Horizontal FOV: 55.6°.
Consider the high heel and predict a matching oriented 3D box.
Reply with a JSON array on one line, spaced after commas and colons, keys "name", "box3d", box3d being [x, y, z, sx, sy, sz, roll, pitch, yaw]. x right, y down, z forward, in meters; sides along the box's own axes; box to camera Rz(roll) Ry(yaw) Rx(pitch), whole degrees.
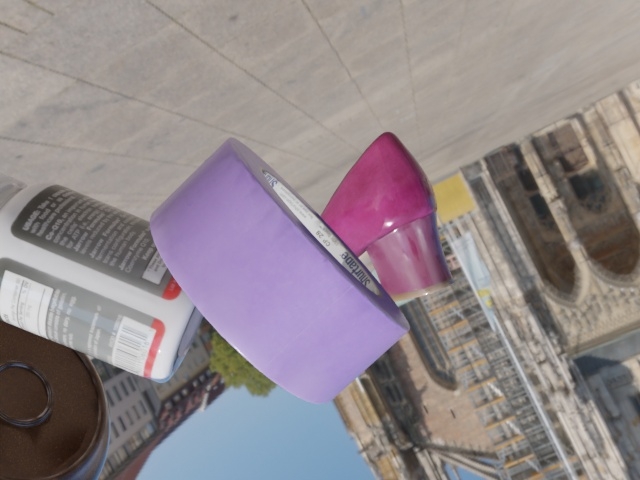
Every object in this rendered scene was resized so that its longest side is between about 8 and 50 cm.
[{"name": "high heel", "box3d": [0.000, 0.000, 0.786, 0.377, 0.182, 0.127, -18, -179, 43]}]

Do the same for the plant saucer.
[{"name": "plant saucer", "box3d": [-0.385, 0.199, 0.758, 0.050, 0.311, 0.310, -37, 175, 22]}]

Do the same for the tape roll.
[{"name": "tape roll", "box3d": [-0.027, 0.020, 0.445, 0.080, 0.189, 0.189, -42, 178, 5]}]

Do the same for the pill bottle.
[{"name": "pill bottle", "box3d": [-0.268, 0.032, 0.672, 0.161, 0.283, 0.161, -157, -90, -88]}]
